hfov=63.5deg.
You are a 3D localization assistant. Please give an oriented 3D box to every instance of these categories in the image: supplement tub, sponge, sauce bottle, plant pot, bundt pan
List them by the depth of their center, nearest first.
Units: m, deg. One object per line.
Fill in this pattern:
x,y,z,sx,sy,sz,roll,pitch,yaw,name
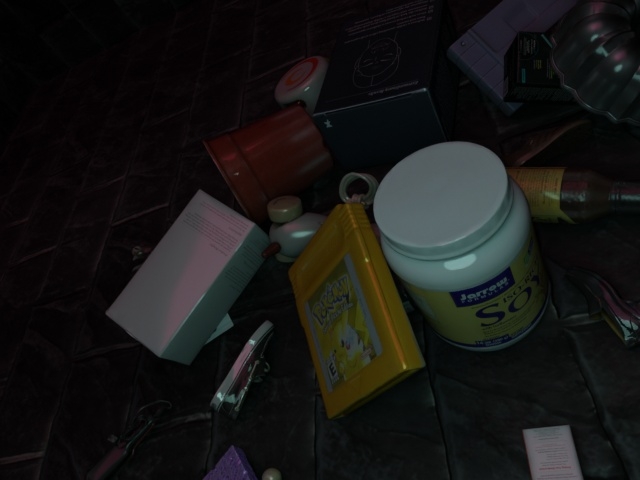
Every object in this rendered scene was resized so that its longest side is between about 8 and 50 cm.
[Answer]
0.244,0.019,0.883,0.241,0.331,0.241,-17,49,20,supplement tub
-0.201,0.502,0.961,0.210,0.031,0.117,-49,41,2,sponge
0.456,-0.086,0.993,0.345,0.111,0.111,6,59,36,sauce bottle
0.637,-0.395,1.016,0.331,0.124,0.330,0,69,0,bundt pan
-0.125,-0.208,1.365,0.265,0.272,0.272,-31,44,-5,plant pot

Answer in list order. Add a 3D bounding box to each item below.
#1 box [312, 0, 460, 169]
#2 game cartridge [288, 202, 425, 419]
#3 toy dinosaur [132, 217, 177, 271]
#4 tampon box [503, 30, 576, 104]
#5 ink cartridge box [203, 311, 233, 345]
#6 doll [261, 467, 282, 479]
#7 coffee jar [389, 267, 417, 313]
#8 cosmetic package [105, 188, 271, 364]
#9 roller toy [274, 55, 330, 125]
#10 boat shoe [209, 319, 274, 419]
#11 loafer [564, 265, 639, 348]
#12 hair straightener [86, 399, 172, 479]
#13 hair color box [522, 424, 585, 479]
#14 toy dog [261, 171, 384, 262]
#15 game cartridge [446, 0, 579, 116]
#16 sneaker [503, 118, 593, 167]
0.190,-0.412,1.349,0.294,0.212,0.395,-5,53,29,box
0.042,0.129,0.945,0.285,0.053,0.323,-53,48,48,game cartridge
-0.355,0.020,1.432,0.314,0.121,0.160,-1,71,17,toy dinosaur
0.500,-0.377,1.141,0.161,0.101,0.120,4,82,3,tampon box
-0.302,0.184,1.312,0.145,0.045,0.179,-34,63,3,ink cartridge box
-0.084,0.496,0.907,0.129,0.046,0.189,-29,38,22,doll
0.099,0.130,1.064,0.185,0.079,0.096,-24,54,13,coffee jar
-0.303,0.087,1.237,0.197,0.155,0.365,32,82,23,cosmetic package
-0.029,-0.437,1.550,0.209,0.146,0.191,-35,35,11,roller toy
-0.149,0.277,1.114,0.070,0.077,0.219,28,65,7,boat shoe
0.472,0.107,0.866,0.061,0.062,0.170,-42,43,3,loafer
-0.420,0.441,1.134,0.230,0.089,0.047,-45,63,-11,hair straightener
0.348,0.350,0.758,0.072,0.043,0.141,-15,48,22,hair color box
0.000,0.000,1.162,0.334,0.220,0.161,-13,27,35,toy dog
0.511,-0.488,1.236,0.355,0.068,0.230,-42,78,-3,game cartridge
0.482,-0.212,1.109,0.188,0.066,0.071,-31,44,6,sneaker
